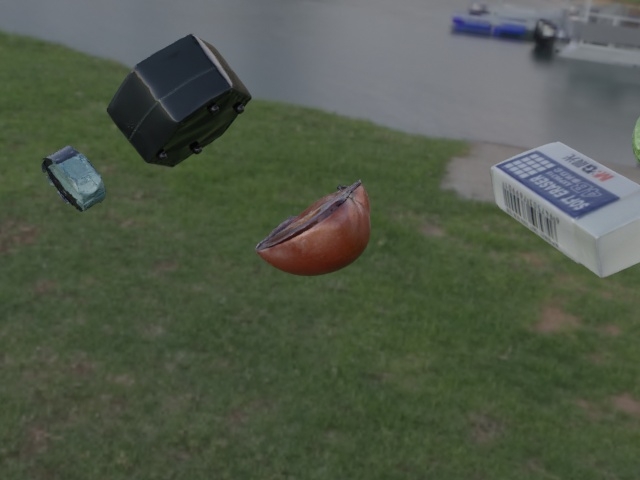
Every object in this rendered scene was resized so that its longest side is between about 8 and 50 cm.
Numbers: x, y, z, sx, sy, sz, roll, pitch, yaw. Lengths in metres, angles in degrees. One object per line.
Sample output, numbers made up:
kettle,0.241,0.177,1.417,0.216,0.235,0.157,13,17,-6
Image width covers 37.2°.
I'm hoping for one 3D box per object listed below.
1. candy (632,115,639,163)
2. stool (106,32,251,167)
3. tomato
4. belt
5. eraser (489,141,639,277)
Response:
candy,0.321,-0.120,0.847,0.092,0.093,0.335,-11,-16,18
stool,-0.244,-0.237,1.651,0.141,0.232,0.232,52,34,8
tomato,0.000,0.000,1.549,0.199,0.112,0.228,-27,8,30
belt,-0.420,-0.107,1.629,0.058,0.105,0.140,-35,43,-25
eraser,0.369,-0.052,1.379,0.124,0.081,0.279,-22,30,-12
